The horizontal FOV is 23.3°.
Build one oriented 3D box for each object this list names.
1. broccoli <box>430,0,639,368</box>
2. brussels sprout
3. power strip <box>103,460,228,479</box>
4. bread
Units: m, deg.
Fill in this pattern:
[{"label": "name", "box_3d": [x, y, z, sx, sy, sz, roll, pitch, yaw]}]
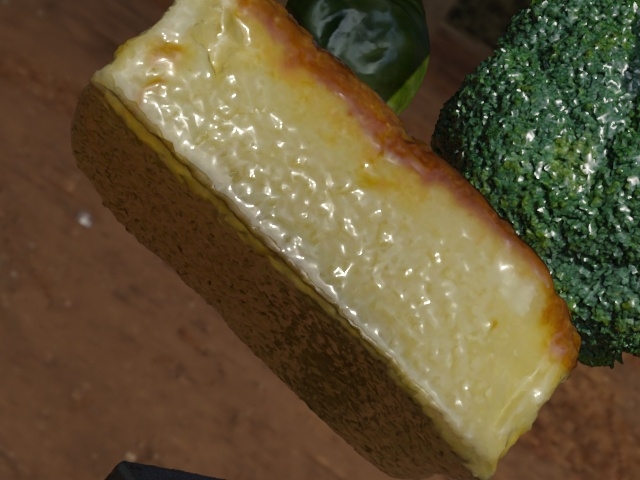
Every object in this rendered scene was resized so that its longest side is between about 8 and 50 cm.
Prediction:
[{"label": "broccoli", "box_3d": [0.201, -0.048, 1.070, 0.261, 0.269, 0.241, -9, -2, 41]}, {"label": "brussels sprout", "box_3d": [0.025, -0.163, 1.377, 0.139, 0.181, 0.100, 17, -4, 5]}, {"label": "power strip", "box_3d": [-0.089, 0.158, 0.927, 0.111, 0.038, 0.029, 24, 20, -53]}, {"label": "bread", "box_3d": [0.000, 0.000, 0.809, 0.275, 0.114, 0.185, 46, -17, -3]}]
